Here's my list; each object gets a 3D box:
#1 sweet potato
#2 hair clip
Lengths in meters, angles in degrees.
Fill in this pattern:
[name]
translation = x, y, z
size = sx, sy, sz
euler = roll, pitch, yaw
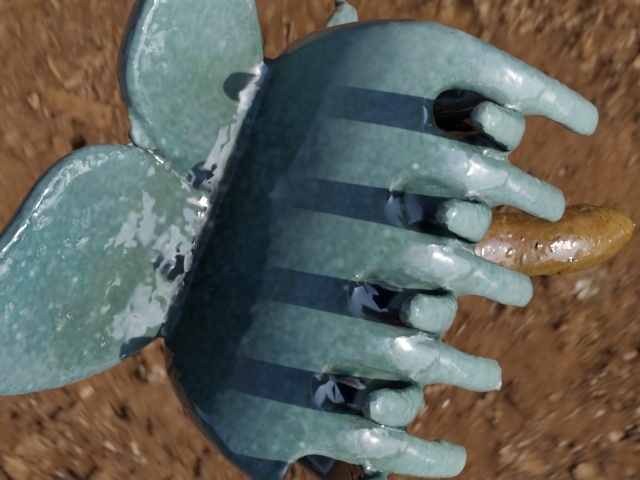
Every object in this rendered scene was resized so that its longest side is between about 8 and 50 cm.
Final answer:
[sweet potato]
translation = 0.147, 0.003, 1.381
size = 0.218, 0.065, 0.051
euler = -6, 94, -32
[hair clip]
translation = 0.000, 0.000, 1.211
size = 0.238, 0.392, 0.318
euler = 23, 92, 26
